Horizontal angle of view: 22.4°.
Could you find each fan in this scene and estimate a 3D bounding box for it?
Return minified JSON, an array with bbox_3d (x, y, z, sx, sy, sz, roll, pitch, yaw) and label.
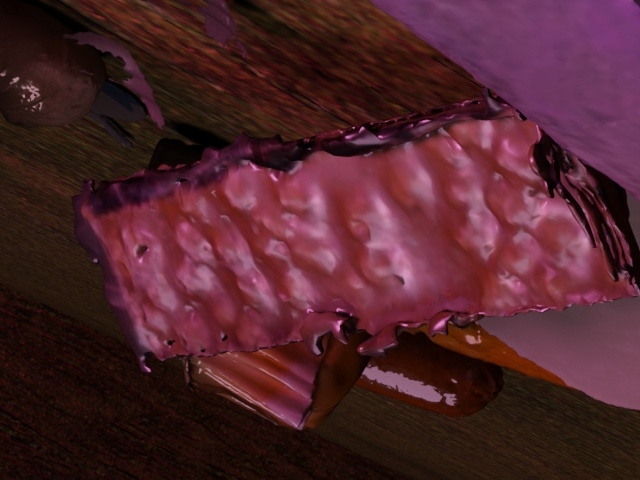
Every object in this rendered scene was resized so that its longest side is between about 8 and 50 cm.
[{"bbox_3d":[-0.146,-0.087,0.963,0.113,0.005,0.175,20,169,20],"label":"fan"},{"bbox_3d":[0.171,0.032,0.627,0.310,0.010,0.182,21,146,25],"label":"fan"}]

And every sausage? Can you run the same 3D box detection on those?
[{"bbox_3d":[0.044,0.079,1.224,0.197,0.076,0.076,20,170,16],"label":"sausage"}]

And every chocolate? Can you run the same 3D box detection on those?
[{"bbox_3d":[0.003,-0.005,0.675,0.329,0.065,0.102,-9,106,52],"label":"chocolate"}]

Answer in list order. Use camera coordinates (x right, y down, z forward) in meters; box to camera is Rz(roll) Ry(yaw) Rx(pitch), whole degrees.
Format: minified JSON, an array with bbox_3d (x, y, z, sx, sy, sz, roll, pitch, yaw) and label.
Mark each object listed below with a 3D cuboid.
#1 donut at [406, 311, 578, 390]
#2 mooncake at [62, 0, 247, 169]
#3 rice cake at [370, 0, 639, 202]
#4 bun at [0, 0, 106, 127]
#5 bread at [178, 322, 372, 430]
[{"bbox_3d":[0.080,0.011,0.784,0.178,0.065,0.162,22,166,17],"label":"donut"},{"bbox_3d":[-0.074,-0.058,0.794,0.150,0.057,0.347,14,171,-17],"label":"mooncake"},{"bbox_3d":[0.094,-0.049,0.398,0.399,0.064,0.070,30,159,-35],"label":"rice cake"},{"bbox_3d":[-0.153,-0.087,0.827,0.086,0.055,0.086,25,170,5],"label":"bun"},{"bbox_3d":[-0.017,0.042,0.973,0.107,0.136,0.241,21,172,0],"label":"bread"}]
